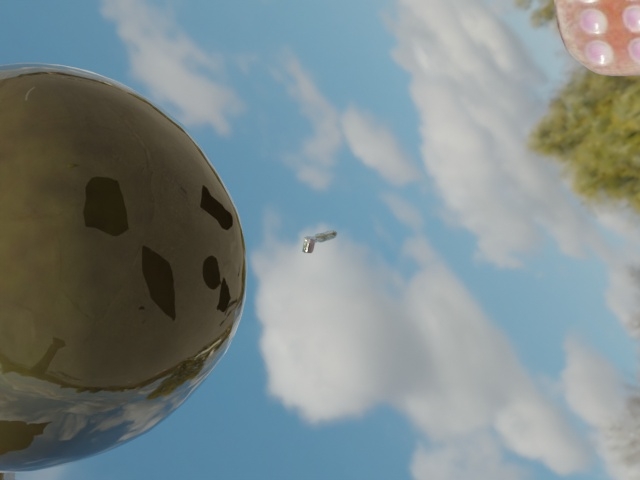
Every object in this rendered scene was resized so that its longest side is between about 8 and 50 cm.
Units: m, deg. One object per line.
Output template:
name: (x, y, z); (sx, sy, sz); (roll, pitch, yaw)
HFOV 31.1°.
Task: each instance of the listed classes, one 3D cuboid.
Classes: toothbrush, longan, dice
toothbrush: (0.000, 0.000, 1.065); (0.011, 0.014, 0.167); (14, -175, 7)
longan: (-0.151, 0.009, 0.626); (0.248, 0.248, 0.248); (45, -156, -27)
dice: (0.233, -0.180, 0.848); (0.091, 0.094, 0.093); (-45, -54, -41)

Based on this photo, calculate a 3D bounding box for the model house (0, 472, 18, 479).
model house: (-0.320, 0.088, 0.833); (0.248, 0.176, 0.180); (99, 169, -68)
